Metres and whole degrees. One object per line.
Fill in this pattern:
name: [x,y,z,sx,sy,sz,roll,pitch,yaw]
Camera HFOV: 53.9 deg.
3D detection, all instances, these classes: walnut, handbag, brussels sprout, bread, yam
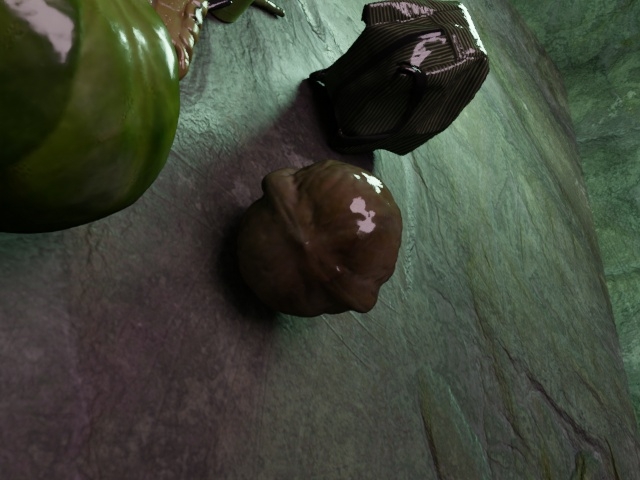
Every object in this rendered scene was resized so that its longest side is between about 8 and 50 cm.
walnut: [-0.001,-0.002,0.915,0.248,0.248,0.248,30,47,-38]
handbag: [0.146,-0.322,1.267,0.240,0.341,0.247,-2,67,-34]
brussels sprout: [-0.308,-0.175,0.591,0.281,0.289,0.354,-45,132,-53]
bread: [-0.247,-0.342,0.961,0.134,0.081,0.225,26,55,-25]
yam: [-0.151,-0.492,1.232,0.234,0.029,0.027,14,46,-47]

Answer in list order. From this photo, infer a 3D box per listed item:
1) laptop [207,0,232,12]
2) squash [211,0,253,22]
laptop: [-0.246,-0.470,1.064,0.135,0.016,0.197,-32,94,-31]
squash: [-0.110,-0.472,1.111,0.094,0.224,0.094,26,55,-45]
